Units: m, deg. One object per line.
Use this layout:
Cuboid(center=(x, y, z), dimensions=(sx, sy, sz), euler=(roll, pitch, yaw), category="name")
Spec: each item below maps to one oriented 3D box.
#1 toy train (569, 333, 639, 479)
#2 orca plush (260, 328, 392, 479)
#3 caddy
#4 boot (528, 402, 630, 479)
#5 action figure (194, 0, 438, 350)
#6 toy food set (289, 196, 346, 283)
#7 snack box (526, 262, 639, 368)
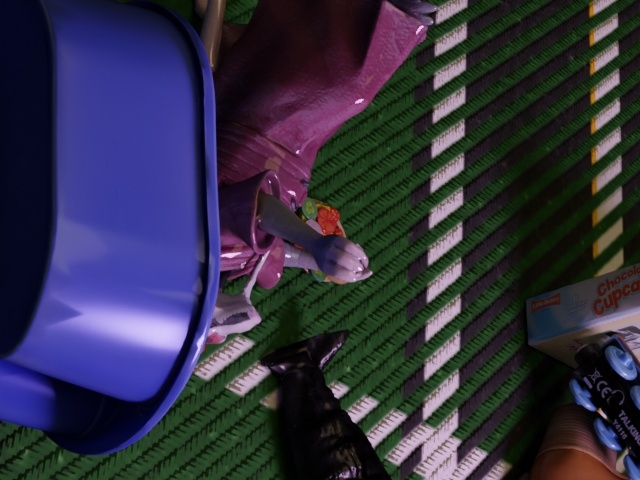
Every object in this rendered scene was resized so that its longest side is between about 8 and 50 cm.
Cuboid(center=(0.330, 0.181, 1.792), dimensions=(0.105, 0.080, 0.184), euler=(6, 44, -53), category="toy train")
Cuboid(center=(0.052, 0.216, 1.532), dimensions=(0.151, 0.102, 0.287), euler=(4, 71, -49), category="orca plush")
Cuboid(center=(-0.179, -0.019, 1.255), dimensions=(0.179, 0.241, 0.341), euler=(14, 64, -39), category="caddy")
Cuboid(center=(0.319, 0.320, 1.786), dimensions=(0.283, 0.109, 0.220), euler=(44, 39, -21), category="boot")
Cuboid(center=(-0.060, -0.070, 1.456), dimensions=(0.276, 0.248, 0.370), euler=(29, 73, 2), category="action figure")
Cuboid(center=(0.000, 0.000, 1.630), dimensions=(0.083, 0.020, 0.083), euler=(12, 66, -47), category="toy food set")
Cuboid(center=(0.394, 0.115, 1.914), dimensions=(0.322, 0.187, 0.060), euler=(27, 54, -41), category="snack box")
